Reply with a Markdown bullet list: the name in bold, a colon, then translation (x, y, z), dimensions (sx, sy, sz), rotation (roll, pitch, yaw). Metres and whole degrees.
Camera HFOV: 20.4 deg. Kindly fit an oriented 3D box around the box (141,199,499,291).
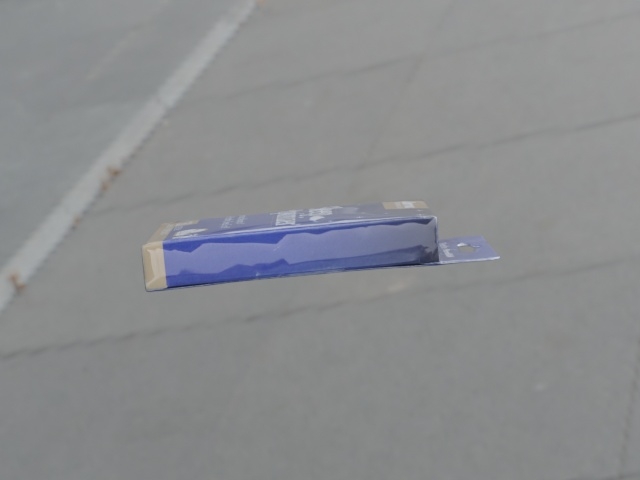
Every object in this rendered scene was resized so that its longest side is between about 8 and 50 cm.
- **box**: translation (0.000, 0.000, 1.177), dimensions (0.225, 0.036, 0.136), rotation (-4, 6, 0)
